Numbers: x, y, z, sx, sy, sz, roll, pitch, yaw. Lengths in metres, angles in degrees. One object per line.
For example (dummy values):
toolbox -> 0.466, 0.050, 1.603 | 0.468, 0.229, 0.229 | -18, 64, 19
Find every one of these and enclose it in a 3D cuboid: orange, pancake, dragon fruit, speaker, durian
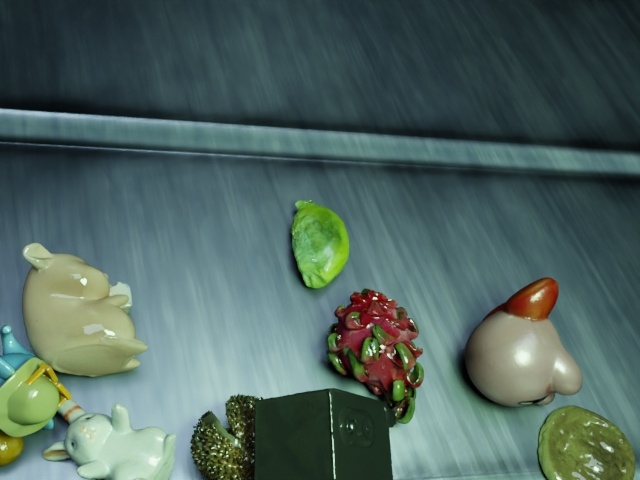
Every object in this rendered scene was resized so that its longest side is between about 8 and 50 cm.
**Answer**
orange -> -0.594, 0.379, 1.268 | 0.085, 0.085, 0.085 | 7, 56, -11
pancake -> 0.603, 0.482, 1.547 | 0.242, 0.050, 0.242 | 8, 55, -11
dragon fruit -> 0.139, 0.238, 1.501 | 0.273, 0.218, 0.198 | 39, 93, 6
speaker -> 0.018, 0.411, 1.259 | 0.184, 0.254, 0.232 | -14, 65, 27
durian -> 0.000, 0.000, 1.666 | 0.139, 0.101, 0.250 | 7, 56, -11
durian -> -0.149, 0.391, 1.319 | 0.196, 0.167, 0.196 | -21, 44, 22

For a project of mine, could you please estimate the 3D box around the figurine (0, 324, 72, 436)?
figurine -> -0.590, 0.260, 1.265 | 0.262, 0.180, 0.154 | 20, 20, 21

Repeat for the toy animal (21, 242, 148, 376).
toy animal -> -0.486, 0.140, 1.386 | 0.213, 0.195, 0.256 | -7, 56, -29

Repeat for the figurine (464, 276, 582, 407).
figurine -> 0.429, 0.251, 1.549 | 0.211, 0.269, 0.261 | -10, 71, -14

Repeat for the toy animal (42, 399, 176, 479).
toy animal -> -0.411, 0.379, 1.279 | 0.282, 0.138, 0.140 | 26, 59, 4
